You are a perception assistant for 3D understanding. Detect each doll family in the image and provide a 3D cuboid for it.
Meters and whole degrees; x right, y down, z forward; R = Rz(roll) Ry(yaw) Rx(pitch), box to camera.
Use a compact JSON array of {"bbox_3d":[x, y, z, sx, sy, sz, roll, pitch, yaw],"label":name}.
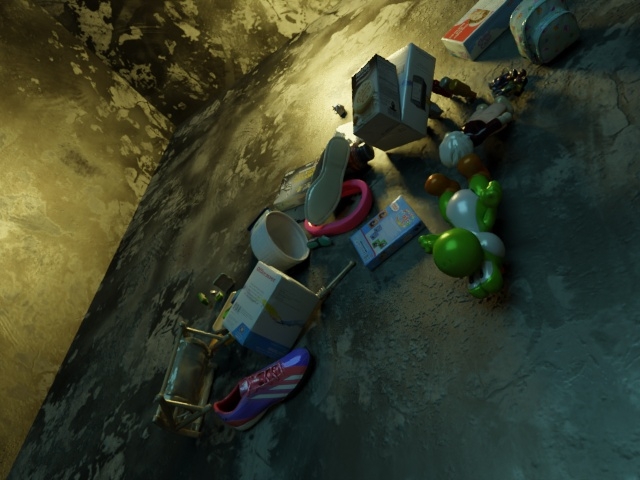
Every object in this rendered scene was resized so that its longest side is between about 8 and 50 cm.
[{"bbox_3d":[0.582,-0.483,1.516,0.111,0.076,0.193,-32,30,28],"label":"doll family"}]

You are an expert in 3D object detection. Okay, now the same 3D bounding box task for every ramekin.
[{"bbox_3d":[-0.148,0.011,1.731,0.109,0.207,0.207,-39,33,30],"label":"ramekin"}]

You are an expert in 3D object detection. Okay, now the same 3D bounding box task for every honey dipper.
[{"bbox_3d":[0.048,0.121,1.542,0.161,0.030,0.030,-47,33,-2],"label":"honey dipper"}]

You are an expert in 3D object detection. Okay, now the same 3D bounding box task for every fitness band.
[{"bbox_3d":[0.061,-0.113,1.750,0.290,0.054,0.209,-16,44,41],"label":"fitness band"}]

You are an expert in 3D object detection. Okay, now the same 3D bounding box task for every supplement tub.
[{"bbox_3d":[0.105,-0.301,1.850,0.197,0.106,0.106,-17,43,37],"label":"supplement tub"}]

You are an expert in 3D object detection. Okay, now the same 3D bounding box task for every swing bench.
[{"bbox_3d":[-0.403,0.434,1.525,0.255,0.165,0.253,119,164,-46],"label":"swing bench"}]

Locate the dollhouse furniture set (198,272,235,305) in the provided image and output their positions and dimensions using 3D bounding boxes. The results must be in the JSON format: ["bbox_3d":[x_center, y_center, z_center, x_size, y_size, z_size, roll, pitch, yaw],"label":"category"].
[{"bbox_3d":[-0.415,0.188,1.959,0.152,0.076,0.058,-47,34,2],"label":"dollhouse furniture set"}]

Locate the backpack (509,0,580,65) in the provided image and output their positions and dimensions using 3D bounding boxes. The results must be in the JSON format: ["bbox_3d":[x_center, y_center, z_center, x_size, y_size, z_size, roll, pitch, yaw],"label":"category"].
[{"bbox_3d":[0.671,-0.643,1.481,0.166,0.188,0.144,-38,34,14],"label":"backpack"}]

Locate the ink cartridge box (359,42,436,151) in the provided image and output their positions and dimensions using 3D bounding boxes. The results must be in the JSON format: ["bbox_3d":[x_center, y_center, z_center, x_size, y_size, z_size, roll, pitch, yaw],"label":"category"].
[{"bbox_3d":[0.271,-0.494,1.736,0.226,0.131,0.306,-10,68,56],"label":"ink cartridge box"}]

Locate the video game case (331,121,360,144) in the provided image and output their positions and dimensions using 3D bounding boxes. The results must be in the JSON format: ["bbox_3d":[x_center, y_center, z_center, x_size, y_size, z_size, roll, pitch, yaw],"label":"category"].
[{"bbox_3d":[0.104,-0.423,2.053,0.173,0.022,0.190,-7,50,45],"label":"video game case"}]

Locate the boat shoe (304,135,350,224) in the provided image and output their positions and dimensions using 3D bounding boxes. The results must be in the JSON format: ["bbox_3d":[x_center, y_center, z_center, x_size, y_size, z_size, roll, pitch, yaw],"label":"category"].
[{"bbox_3d":[0.020,-0.205,1.744,0.096,0.116,0.325,159,129,-79],"label":"boat shoe"}]

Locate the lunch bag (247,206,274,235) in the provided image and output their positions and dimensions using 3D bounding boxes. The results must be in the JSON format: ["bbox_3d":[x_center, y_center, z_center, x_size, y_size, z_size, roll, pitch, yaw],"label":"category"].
[{"bbox_3d":[-0.223,-0.062,1.993,0.129,0.096,0.151,-49,18,3],"label":"lunch bag"}]

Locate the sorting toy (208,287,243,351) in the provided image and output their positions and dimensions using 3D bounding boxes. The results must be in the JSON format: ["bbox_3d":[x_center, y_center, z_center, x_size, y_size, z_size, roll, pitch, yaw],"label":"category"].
[{"bbox_3d":[-0.282,0.244,1.719,0.229,0.041,0.307,-24,26,31],"label":"sorting toy"}]

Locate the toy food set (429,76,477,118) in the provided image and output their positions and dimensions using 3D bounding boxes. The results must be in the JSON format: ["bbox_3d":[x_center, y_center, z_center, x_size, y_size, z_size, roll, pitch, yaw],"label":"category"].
[{"bbox_3d":[0.420,-0.483,1.717,0.232,0.104,0.111,-39,43,46],"label":"toy food set"}]

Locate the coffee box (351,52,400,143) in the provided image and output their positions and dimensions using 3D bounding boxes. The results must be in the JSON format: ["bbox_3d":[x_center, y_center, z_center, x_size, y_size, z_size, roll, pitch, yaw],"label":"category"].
[{"bbox_3d":[0.181,-0.471,1.645,0.141,0.098,0.247,-32,50,48],"label":"coffee box"}]

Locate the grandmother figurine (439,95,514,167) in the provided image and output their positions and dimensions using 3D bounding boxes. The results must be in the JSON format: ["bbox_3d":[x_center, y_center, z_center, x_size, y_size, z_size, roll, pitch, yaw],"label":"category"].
[{"bbox_3d":[0.433,-0.301,1.374,0.342,0.104,0.207,-42,8,-38],"label":"grandmother figurine"}]

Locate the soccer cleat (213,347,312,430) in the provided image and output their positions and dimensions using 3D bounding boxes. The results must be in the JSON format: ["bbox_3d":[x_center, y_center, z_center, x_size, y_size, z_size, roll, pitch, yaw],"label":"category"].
[{"bbox_3d":[-0.160,0.410,1.397,0.318,0.116,0.109,-43,33,8],"label":"soccer cleat"}]

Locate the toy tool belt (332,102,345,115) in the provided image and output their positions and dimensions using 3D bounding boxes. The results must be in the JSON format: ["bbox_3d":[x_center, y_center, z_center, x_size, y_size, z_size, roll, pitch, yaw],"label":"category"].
[{"bbox_3d":[0.078,-0.605,2.246,0.052,0.051,0.083,-47,33,1],"label":"toy tool belt"}]

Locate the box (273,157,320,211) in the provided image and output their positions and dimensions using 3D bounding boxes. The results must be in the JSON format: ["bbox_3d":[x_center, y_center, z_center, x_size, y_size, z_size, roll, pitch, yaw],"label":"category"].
[{"bbox_3d":[-0.076,-0.228,2.024,0.231,0.056,0.183,-17,43,39],"label":"box"}]

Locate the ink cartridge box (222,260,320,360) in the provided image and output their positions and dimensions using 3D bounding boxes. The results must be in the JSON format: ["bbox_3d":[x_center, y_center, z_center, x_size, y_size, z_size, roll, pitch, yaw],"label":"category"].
[{"bbox_3d":[-0.152,0.215,1.520,0.233,0.168,0.171,-59,33,-3],"label":"ink cartridge box"}]

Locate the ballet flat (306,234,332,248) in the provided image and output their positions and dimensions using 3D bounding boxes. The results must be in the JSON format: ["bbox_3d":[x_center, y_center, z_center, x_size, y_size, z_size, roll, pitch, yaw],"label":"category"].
[{"bbox_3d":[0.000,0.000,1.717,0.114,0.041,0.041,-13,46,40],"label":"ballet flat"}]

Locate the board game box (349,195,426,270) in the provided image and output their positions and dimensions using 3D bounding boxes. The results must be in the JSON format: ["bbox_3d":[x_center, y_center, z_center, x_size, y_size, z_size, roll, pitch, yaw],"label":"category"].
[{"bbox_3d":[0.201,-0.025,1.511,0.211,0.039,0.160,-41,34,12],"label":"board game box"}]

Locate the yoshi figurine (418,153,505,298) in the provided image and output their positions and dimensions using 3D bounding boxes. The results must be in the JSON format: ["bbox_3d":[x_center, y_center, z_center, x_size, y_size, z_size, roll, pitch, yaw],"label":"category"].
[{"bbox_3d":[0.335,-0.043,1.172,0.202,0.204,0.362,-3,53,3],"label":"yoshi figurine"}]

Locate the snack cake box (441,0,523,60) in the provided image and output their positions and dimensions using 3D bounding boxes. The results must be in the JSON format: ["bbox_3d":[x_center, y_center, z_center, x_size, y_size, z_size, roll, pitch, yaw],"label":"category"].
[{"bbox_3d":[0.599,-0.797,1.817,0.264,0.089,0.152,-44,35,6],"label":"snack cake box"}]
